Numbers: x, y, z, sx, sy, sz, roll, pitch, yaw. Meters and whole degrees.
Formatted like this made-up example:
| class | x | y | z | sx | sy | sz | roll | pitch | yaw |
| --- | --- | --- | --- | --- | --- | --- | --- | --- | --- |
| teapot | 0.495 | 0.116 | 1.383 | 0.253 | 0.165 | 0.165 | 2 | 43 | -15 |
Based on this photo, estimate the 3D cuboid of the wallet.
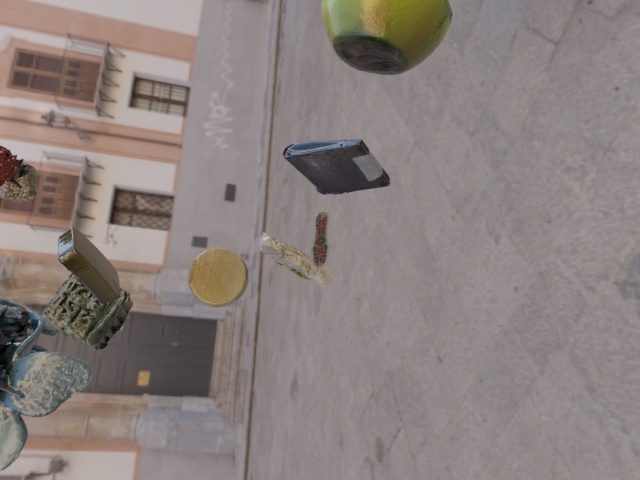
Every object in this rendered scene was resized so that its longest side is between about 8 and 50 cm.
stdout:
| class | x | y | z | sx | sy | sz | roll | pitch | yaw |
| --- | --- | --- | --- | --- | --- | --- | --- | --- | --- |
| wallet | 0.051 | -0.220 | 1.459 | 0.262 | 0.221 | 0.072 | 1 | 64 | 32 |

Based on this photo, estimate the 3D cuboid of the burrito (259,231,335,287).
| class | x | y | z | sx | sy | sz | roll | pitch | yaw |
| --- | --- | --- | --- | --- | --- | --- | --- | --- | --- |
| burrito | -0.121 | 0.097 | 2.341 | 0.117 | 0.391 | 0.076 | -61 | -2 | 13 |

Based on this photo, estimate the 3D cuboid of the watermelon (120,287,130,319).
| class | x | y | z | sx | sy | sz | roll | pitch | yaw |
| --- | --- | --- | --- | --- | --- | --- | --- | --- | --- |
| watermelon | -0.912 | 0.257 | 2.062 | 0.128 | 0.231 | 0.146 | -50 | -6 | 36 |

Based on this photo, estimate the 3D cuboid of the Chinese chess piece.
| class | x | y | z | sx | sy | sz | roll | pitch | yaw |
| --- | --- | --- | --- | --- | --- | --- | --- | --- | --- |
| Chinese chess piece | -0.425 | 0.155 | 2.073 | 0.097 | 0.250 | 0.251 | 105 | 168 | -74 |

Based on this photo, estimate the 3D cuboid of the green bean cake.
| class | x | y | z | sx | sy | sz | roll | pitch | yaw |
| --- | --- | --- | --- | --- | --- | --- | --- | --- | --- |
| green bean cake | -0.865 | 0.261 | 1.854 | 0.241 | 0.254 | 0.132 | -61 | -6 | -34 |

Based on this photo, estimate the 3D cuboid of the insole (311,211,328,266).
| class | x | y | z | sx | sy | sz | roll | pitch | yaw |
| --- | --- | --- | --- | --- | --- | --- | --- | --- | --- |
| insole | 0.000 | 0.000 | 1.589 | 0.006 | 0.065 | 0.194 | 36 | 130 | 52 |

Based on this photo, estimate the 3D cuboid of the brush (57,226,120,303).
| class | x | y | z | sx | sy | sz | roll | pitch | yaw |
| --- | --- | --- | --- | --- | --- | --- | --- | --- | --- |
| brush | -0.605 | 0.068 | 1.301 | 0.123 | 0.059 | 0.197 | 56 | 174 | 50 |

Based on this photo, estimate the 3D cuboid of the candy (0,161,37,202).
| class | x | y | z | sx | sy | sz | roll | pitch | yaw |
| --- | --- | --- | --- | --- | --- | --- | --- | --- | --- |
| candy | -0.850 | -0.166 | 1.392 | 0.085 | 0.095 | 0.110 | 157 | 101 | -84 |

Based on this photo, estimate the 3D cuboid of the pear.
| class | x | y | z | sx | sy | sz | roll | pitch | yaw |
| --- | --- | --- | --- | --- | --- | --- | --- | --- | --- |
| pear | 0.182 | -0.616 | 1.491 | 0.399 | 0.398 | 0.165 | 156 | 128 | -74 |

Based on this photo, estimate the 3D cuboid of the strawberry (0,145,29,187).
| class | x | y | z | sx | sy | sz | roll | pitch | yaw |
| --- | --- | --- | --- | --- | --- | --- | --- | --- | --- |
| strawberry | -0.840 | -0.208 | 1.250 | 0.140 | 0.192 | 0.085 | -32 | -17 | -53 |

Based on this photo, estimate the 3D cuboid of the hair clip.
| class | x | y | z | sx | sy | sz | roll | pitch | yaw |
| --- | --- | --- | --- | --- | --- | --- | --- | --- | --- |
| hair clip | -0.773 | 0.316 | 1.163 | 0.319 | 0.392 | 0.238 | -62 | 22 | 2 |
